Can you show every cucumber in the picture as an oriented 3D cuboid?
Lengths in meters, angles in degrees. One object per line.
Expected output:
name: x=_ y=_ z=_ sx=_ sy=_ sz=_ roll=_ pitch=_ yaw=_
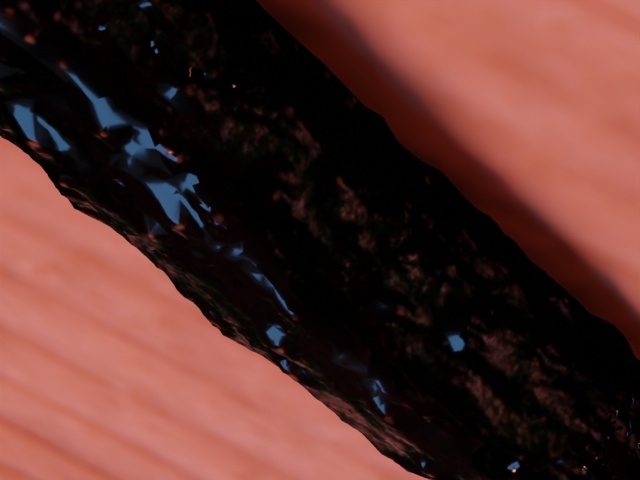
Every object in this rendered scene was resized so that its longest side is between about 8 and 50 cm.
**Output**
cucumber: x=0.000 y=0.000 z=0.340 sx=0.181 sy=0.053 sz=0.053 roll=42 pitch=140 yaw=-17
